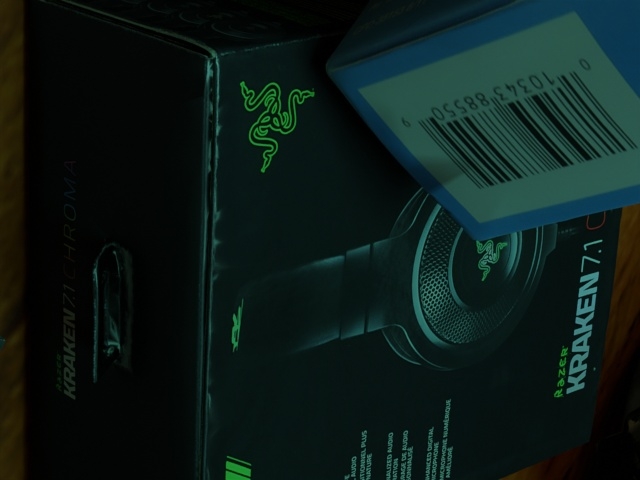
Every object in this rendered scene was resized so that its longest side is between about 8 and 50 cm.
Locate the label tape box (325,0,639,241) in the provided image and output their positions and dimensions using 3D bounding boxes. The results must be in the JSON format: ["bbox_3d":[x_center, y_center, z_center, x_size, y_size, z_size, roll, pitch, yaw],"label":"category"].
[{"bbox_3d":[0.185,-0.174,0.693,0.115,0.249,0.347,48,54,-21],"label":"label tape box"}]

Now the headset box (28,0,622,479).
[{"bbox_3d":[0.000,0.000,0.810,0.283,0.131,0.246,-14,116,-41],"label":"headset box"}]

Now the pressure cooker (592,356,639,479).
[{"bbox_3d":[0.394,0.164,1.098,0.370,0.375,0.420,-53,137,-10],"label":"pressure cooker"}]

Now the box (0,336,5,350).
[{"bbox_3d":[-0.177,0.045,0.689,0.052,0.083,0.062,27,87,-47],"label":"box"}]
